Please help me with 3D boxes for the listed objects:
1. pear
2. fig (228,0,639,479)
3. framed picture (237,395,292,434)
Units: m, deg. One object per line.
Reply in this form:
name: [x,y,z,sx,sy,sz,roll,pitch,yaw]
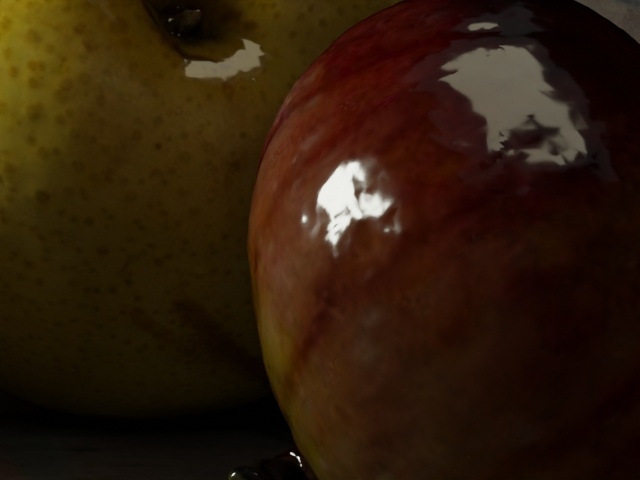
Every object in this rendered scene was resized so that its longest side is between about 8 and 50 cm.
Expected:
pear: [-0.080,-0.057,0.725,0.314,0.314,0.314,5,6,-1]
fig: [0.074,0.022,0.553,0.235,0.235,0.214,2,-30,-31]
framed picture: [0.075,0.005,0.845,0.324,0.013,0.244,-33,24,-25]
